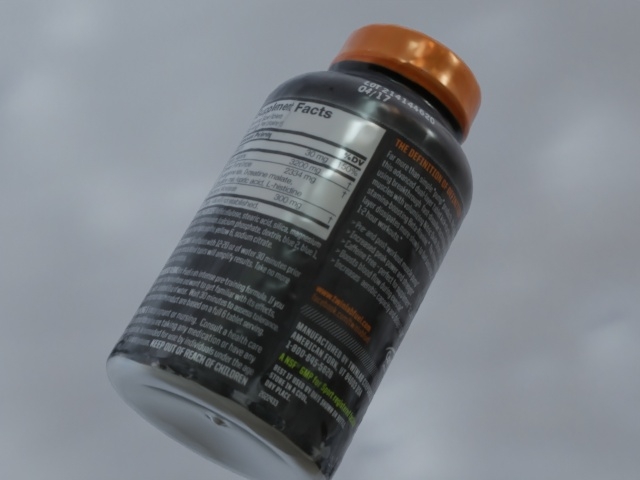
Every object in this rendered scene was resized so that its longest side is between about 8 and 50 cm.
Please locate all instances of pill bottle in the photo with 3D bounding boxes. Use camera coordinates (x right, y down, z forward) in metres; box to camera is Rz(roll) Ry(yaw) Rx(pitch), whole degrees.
[{"bbox_3d":[0.000,0.000,0.691,0.130,0.130,0.245,43,-116,-29],"label":"pill bottle"}]
